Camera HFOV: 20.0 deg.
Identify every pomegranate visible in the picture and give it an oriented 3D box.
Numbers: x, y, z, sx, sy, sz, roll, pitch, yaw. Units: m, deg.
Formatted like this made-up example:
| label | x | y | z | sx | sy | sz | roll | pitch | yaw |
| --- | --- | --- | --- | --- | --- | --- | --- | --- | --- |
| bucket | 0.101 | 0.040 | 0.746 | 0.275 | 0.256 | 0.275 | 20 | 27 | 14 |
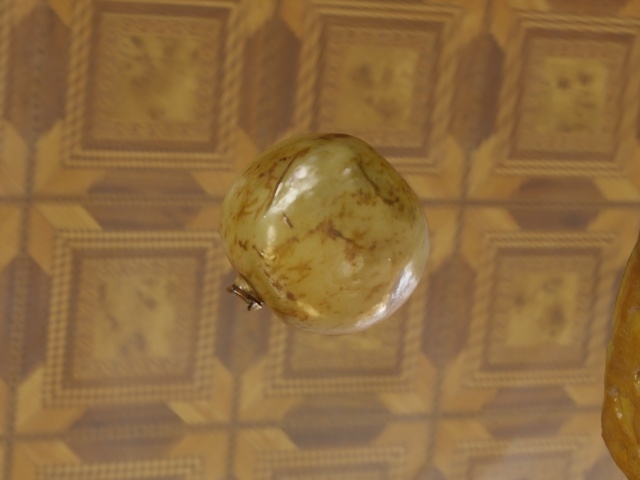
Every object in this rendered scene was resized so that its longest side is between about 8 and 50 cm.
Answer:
| label | x | y | z | sx | sy | sz | roll | pitch | yaw |
| --- | --- | --- | --- | --- | --- | --- | --- | --- | --- |
| pomegranate | 0.000 | 0.000 | 1.821 | 0.215 | 0.215 | 0.215 | -7 | 107 | -25 |

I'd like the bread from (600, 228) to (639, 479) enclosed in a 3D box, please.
| label | x | y | z | sx | sy | sz | roll | pitch | yaw |
| --- | --- | --- | --- | --- | --- | --- | --- | --- | --- |
| bread | 0.259 | 0.104 | 1.083 | 0.099 | 0.210 | 0.235 | -20 | 143 | -19 |
